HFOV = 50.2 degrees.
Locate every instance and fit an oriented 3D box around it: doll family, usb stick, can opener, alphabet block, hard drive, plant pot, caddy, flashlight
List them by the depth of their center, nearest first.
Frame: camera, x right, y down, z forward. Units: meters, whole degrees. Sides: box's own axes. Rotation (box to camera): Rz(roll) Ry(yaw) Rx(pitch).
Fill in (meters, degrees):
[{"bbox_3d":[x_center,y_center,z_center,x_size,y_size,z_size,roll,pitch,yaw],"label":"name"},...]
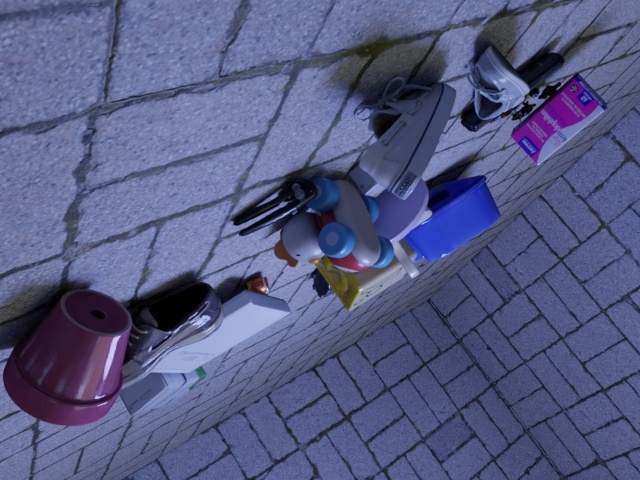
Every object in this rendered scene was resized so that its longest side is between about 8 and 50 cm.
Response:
[{"bbox_3d":[-0.429,0.193,1.208,0.201,0.201,0.180,-7,132,-60],"label":"plant pot"},{"bbox_3d":[-0.088,-0.064,1.377,0.186,0.059,0.073,-34,165,-8],"label":"can opener"},{"bbox_3d":[0.467,-0.361,1.667,0.278,0.045,0.077,-37,-164,5],"label":"usb stick"},{"bbox_3d":[0.531,-0.358,1.777,0.193,0.076,0.111,-46,-178,16],"label":"doll family"},{"bbox_3d":[-0.275,0.246,1.790,0.353,0.047,0.233,-31,158,15],"label":"hard drive"},{"bbox_3d":[0.116,0.046,1.877,0.197,0.193,0.192,-30,162,-19],"label":"alphabet block"},{"bbox_3d":[0.376,-0.080,2.096,0.341,0.179,0.241,-33,-172,-11],"label":"caddy"},{"bbox_3d":[0.098,0.106,2.185,0.304,0.103,0.103,-21,162,-45],"label":"flashlight"}]

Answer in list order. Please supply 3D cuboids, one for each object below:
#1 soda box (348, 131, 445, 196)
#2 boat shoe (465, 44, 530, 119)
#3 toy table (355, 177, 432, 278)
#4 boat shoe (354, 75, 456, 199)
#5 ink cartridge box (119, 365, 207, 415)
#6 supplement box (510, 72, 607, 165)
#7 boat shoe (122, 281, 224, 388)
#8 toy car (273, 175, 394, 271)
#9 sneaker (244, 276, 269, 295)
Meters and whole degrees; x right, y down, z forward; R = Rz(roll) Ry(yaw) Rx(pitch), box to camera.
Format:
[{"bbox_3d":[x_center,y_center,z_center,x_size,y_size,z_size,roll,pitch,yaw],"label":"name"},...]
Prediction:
[{"bbox_3d":[0.169,-0.192,1.523,0.216,0.069,0.074,-43,162,21],"label":"soda box"},{"bbox_3d":[0.375,-0.329,1.479,0.103,0.118,0.320,-40,172,12],"label":"boat shoe"},{"bbox_3d":[0.155,-0.034,1.681,0.274,0.252,0.161,-25,150,9],"label":"toy table"},{"bbox_3d":[0.144,-0.221,1.285,0.136,0.156,0.367,-58,-178,44],"label":"boat shoe"},{"bbox_3d":[-0.446,0.406,1.941,0.153,0.087,0.208,-39,165,14],"label":"ink cartridge box"},{"bbox_3d":[0.617,-0.315,1.778,0.220,0.111,0.114,-44,180,27],"label":"supplement box"},{"bbox_3d":[-0.372,0.189,1.447,0.355,0.132,0.130,-32,144,-27],"label":"boat shoe"},{"bbox_3d":[0.000,0.000,1.526,0.238,0.210,0.219,-29,157,26],"label":"toy car"},{"bbox_3d":[-0.172,0.138,1.819,0.067,0.064,0.175,-11,156,-7],"label":"sneaker"}]
